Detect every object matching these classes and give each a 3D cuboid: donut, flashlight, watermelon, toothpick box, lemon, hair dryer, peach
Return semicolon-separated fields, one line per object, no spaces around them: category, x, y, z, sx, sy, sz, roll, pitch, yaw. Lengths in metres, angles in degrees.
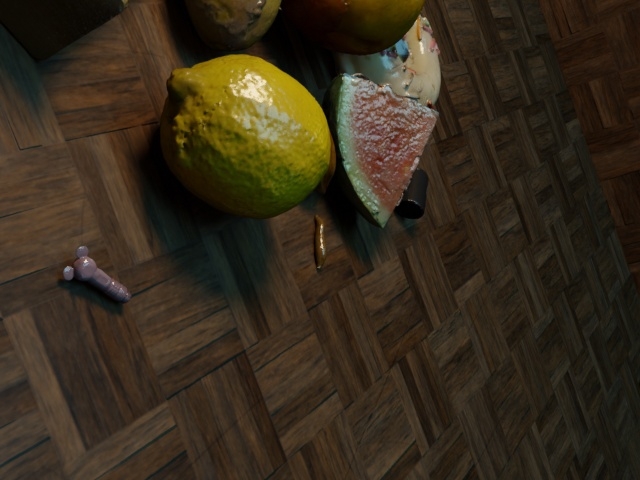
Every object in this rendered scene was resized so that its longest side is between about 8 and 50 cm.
donut;0.161;-0.444;1.935;0.382;0.142;0.383;30;52;-47
flashlight;-0.306;0.054;1.140;0.110;0.031;0.052;44;67;-41
watermelon;0.108;-0.194;1.681;0.231;0.193;0.310;-36;99;-40
toothpick box;-0.341;-0.436;1.185;0.190;0.187;0.308;51;35;-27
lemon;-0.123;-0.165;1.312;0.320;0.245;0.245;33;50;-40
hair dryer;0.151;-0.158;1.876;0.248;0.070;0.114;37;48;-29
peach;0.070;-0.546;1.633;0.372;0.290;0.373;-41;142;-43

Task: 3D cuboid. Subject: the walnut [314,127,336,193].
walnut;-0.030;-0.182;1.580;0.116;0.115;0.207;-49;124;-52

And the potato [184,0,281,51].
potato;-0.154;-0.462;1.446;0.229;0.229;0.266;8;74;-54

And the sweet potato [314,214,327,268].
sweet potato;0.000;0.000;1.606;0.026;0.026;0.115;26;56;-48
